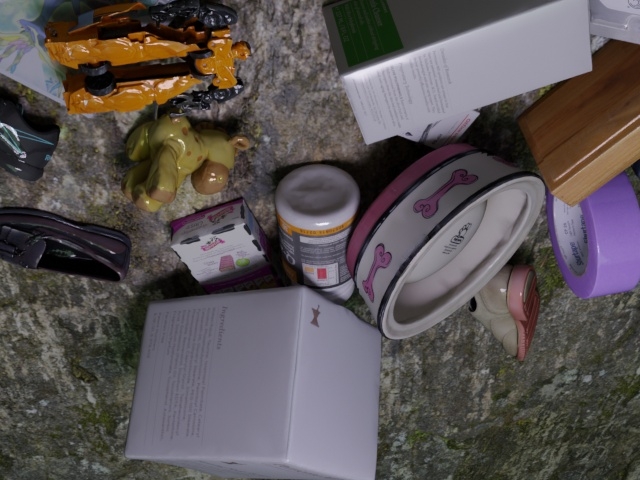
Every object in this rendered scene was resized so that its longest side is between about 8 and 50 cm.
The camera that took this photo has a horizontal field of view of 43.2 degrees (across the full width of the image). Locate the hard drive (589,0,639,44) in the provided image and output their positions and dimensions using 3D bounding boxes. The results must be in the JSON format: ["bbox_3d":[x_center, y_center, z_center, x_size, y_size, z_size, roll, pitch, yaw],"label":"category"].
[{"bbox_3d":[0.467,-0.429,1.158,0.064,0.237,0.339,-50,143,-20],"label":"hard drive"}]

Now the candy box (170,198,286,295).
[{"bbox_3d":[-0.182,0.033,1.639,0.159,0.071,0.233,-17,139,10],"label":"candy box"}]

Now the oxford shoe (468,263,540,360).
[{"bbox_3d":[0.430,0.160,1.901,0.146,0.140,0.397,11,150,23],"label":"oxford shoe"}]

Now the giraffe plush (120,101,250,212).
[{"bbox_3d":[-0.225,-0.144,1.395,0.170,0.181,0.210,11,100,-37],"label":"giraffe plush"}]

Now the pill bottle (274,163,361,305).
[{"bbox_3d":[0.000,0.000,1.574,0.162,0.162,0.278,-7,138,-4],"label":"pill bottle"}]

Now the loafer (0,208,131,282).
[{"bbox_3d":[-0.510,0.016,1.532,0.303,0.095,0.109,10,134,-22],"label":"loafer"}]

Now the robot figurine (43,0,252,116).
[{"bbox_3d":[-0.250,-0.278,1.215,0.291,0.085,0.211,-9,144,-8],"label":"robot figurine"}]

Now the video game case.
[{"bbox_3d":[-0.404,-0.355,1.187,0.329,0.036,0.300,26,127,-35],"label":"video game case"}]

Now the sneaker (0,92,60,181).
[{"bbox_3d":[-0.549,-0.203,1.304,0.267,0.101,0.106,32,101,-37],"label":"sneaker"}]

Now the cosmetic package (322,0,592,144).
[{"bbox_3d":[0.207,-0.312,1.246,0.366,0.197,0.155,-19,137,7],"label":"cosmetic package"}]

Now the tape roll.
[{"bbox_3d":[0.526,-0.029,1.568,0.090,0.275,0.275,-10,139,0],"label":"tape roll"}]

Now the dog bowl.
[{"bbox_3d":[0.222,-0.008,1.515,0.408,0.150,0.408,-32,151,-20],"label":"dog bowl"}]

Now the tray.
[{"bbox_3d":[0.536,-0.260,1.366,0.076,0.203,0.411,26,127,-35],"label":"tray"}]

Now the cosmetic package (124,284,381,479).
[{"bbox_3d":[-0.126,0.302,1.638,0.394,0.327,0.329,-8,155,31],"label":"cosmetic package"}]

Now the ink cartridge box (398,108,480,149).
[{"bbox_3d":[0.207,-0.225,1.443,0.180,0.060,0.104,15,132,-27],"label":"ink cartridge box"}]

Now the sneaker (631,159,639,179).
[{"bbox_3d":[0.672,-0.198,1.499,0.086,0.163,0.226,27,125,-33],"label":"sneaker"}]

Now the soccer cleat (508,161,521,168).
[{"bbox_3d":[0.367,-0.144,1.595,0.083,0.029,0.035,25,119,-38],"label":"soccer cleat"}]
